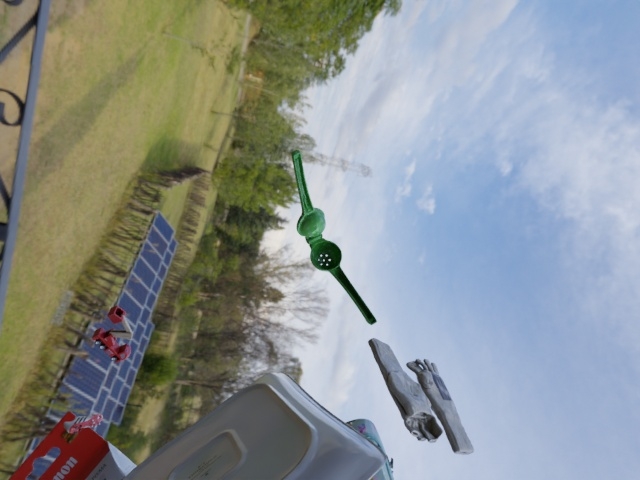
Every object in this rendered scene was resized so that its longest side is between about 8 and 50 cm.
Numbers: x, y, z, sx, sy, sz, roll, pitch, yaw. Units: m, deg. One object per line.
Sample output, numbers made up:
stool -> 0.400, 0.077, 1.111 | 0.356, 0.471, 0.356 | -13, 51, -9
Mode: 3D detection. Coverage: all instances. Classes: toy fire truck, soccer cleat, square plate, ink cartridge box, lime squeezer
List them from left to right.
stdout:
ink cartridge box -> -0.620, 0.686, 1.101 | 0.308, 0.385, 0.091 | -50, 178, -7
soccer cleat -> -0.497, 0.380, 0.908 | 0.083, 0.036, 0.029 | 7, 102, -69
toy fire truck -> -0.697, 0.326, 1.485 | 0.047, 0.136, 0.191 | -107, 171, -60
square plate -> -0.138, 0.312, 0.567 | 0.049, 0.347, 0.344 | 62, -22, -12
lime squeezer -> 0.000, 0.000, 0.726 | 0.110, 0.059, 0.310 | -123, -172, -75

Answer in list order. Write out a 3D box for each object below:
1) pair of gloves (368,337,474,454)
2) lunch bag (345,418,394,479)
pair of gloves -> 0.197, 0.292, 0.824 | 0.042, 0.240, 0.204 | -43, -142, 18
lunch bag -> 0.049, 0.592, 1.079 | 0.108, 0.280, 0.223 | -138, -151, -84
